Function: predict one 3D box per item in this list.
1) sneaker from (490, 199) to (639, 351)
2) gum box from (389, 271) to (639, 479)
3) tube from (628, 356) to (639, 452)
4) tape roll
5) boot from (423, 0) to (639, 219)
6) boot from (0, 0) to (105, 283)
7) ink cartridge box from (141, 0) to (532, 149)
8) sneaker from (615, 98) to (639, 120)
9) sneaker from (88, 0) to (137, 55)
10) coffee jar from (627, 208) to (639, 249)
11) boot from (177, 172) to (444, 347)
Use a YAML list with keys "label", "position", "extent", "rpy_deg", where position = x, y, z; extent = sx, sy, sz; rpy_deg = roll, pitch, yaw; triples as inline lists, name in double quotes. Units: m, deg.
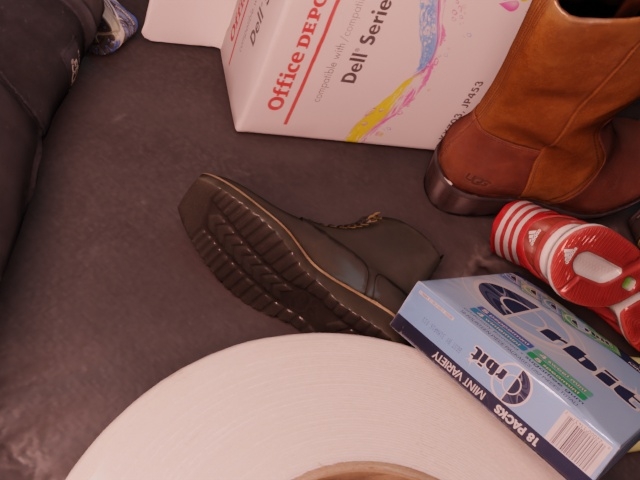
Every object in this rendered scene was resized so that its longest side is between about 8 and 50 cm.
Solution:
- label: "sneaker"
  position: [0.237, 0.019, 0.685]
  extent: [0.221, 0.087, 0.128]
  rpy_deg: [32, 7, -36]
- label: "gum box"
  position: [0.157, 0.085, 0.554]
  extent: [0.157, 0.041, 0.184]
  rpy_deg: [41, 21, 28]
- label: "tube"
  position: [0.315, 0.135, 0.649]
  extent: [0.240, 0.062, 0.070]
  rpy_deg: [4, 12, -14]
- label: "tape roll"
  position: [0.029, 0.233, 0.424]
  extent: [0.391, 0.072, 0.392]
  rpy_deg: [13, 48, -15]
- label: "boot"
  position: [0.240, -0.121, 0.636]
  extent: [0.264, 0.280, 0.096]
  rpy_deg: [1, 65, -13]
- label: "boot"
  position: [-0.350, -0.051, 0.439]
  extent: [0.366, 0.146, 0.445]
  rpy_deg: [15, 53, -12]
- label: "ink cartridge box"
  position: [0.041, -0.192, 0.678]
  extent: [0.353, 0.207, 0.119]
  rpy_deg: [2, 52, -23]
- label: "sneaker"
  position: [0.373, -0.086, 0.826]
  extent: [0.283, 0.107, 0.124]
  rpy_deg: [11, 56, -17]
- label: "sneaker"
  position: [-0.218, -0.216, 0.691]
  extent: [0.135, 0.052, 0.058]
  rpy_deg: [43, 38, 2]
- label: "coffee jar"
  position: [0.372, 0.025, 0.736]
  extent: [0.079, 0.096, 0.184]
  rpy_deg: [-3, 56, -31]
- label: "boot"
  position: [0.000, 0.000, 0.606]
  extent: [0.198, 0.077, 0.137]
  rpy_deg: [42, 42, -7]
